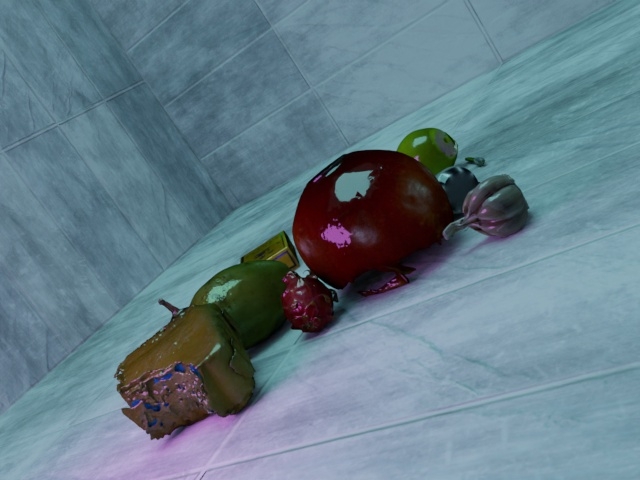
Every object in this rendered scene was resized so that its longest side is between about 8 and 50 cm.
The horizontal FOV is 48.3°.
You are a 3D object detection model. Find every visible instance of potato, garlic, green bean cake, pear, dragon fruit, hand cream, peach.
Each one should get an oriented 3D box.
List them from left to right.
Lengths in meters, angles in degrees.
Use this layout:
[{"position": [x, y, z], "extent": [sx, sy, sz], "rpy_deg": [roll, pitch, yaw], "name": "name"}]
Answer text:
[{"position": [-0.292, 0.321, 1.591], "extent": [0.310, 0.202, 0.285], "rpy_deg": [-34, 24, 1], "name": "green bean cake"}, {"position": [-0.199, 0.168, 1.847], "extent": [0.304, 0.215, 0.216], "rpy_deg": [-31, 12, -8], "name": "potato"}, {"position": [-0.031, 0.144, 1.687], "extent": [0.136, 0.166, 0.133], "rpy_deg": [-38, -33, 1], "name": "dragon fruit"}, {"position": [0.106, -0.057, 1.722], "extent": [0.335, 0.310, 0.406], "rpy_deg": [-38, 12, -34], "name": "peach"}, {"position": [0.320, -0.256, 2.253], "extent": [0.187, 0.187, 0.220], "rpy_deg": [-45, 3, -41], "name": "pear"}, {"position": [0.299, -0.114, 1.918], "extent": [0.185, 0.118, 0.359], "rpy_deg": [-35, 5, -15], "name": "hand cream"}, {"position": [0.345, -0.063, 1.514], "extent": [0.194, 0.131, 0.127], "rpy_deg": [-23, 11, 6], "name": "garlic"}]

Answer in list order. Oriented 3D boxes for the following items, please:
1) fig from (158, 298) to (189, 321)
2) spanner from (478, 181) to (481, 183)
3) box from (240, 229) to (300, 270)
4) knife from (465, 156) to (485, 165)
[{"position": [-0.377, 0.260, 2.079], "extent": [0.149, 0.202, 0.148], "rpy_deg": [-67, -10, 13], "name": "fig"}, {"position": [0.433, -0.114, 1.758], "extent": [0.087, 0.024, 0.316], "rpy_deg": [-26, 13, 8], "name": "spanner"}, {"position": [-0.178, 0.073, 2.459], "extent": [0.193, 0.084, 0.301], "rpy_deg": [-33, 12, 2], "name": "box"}, {"position": [0.468, -0.241, 2.158], "extent": [0.022, 0.026, 0.184], "rpy_deg": [6, 9, -5], "name": "knife"}]
